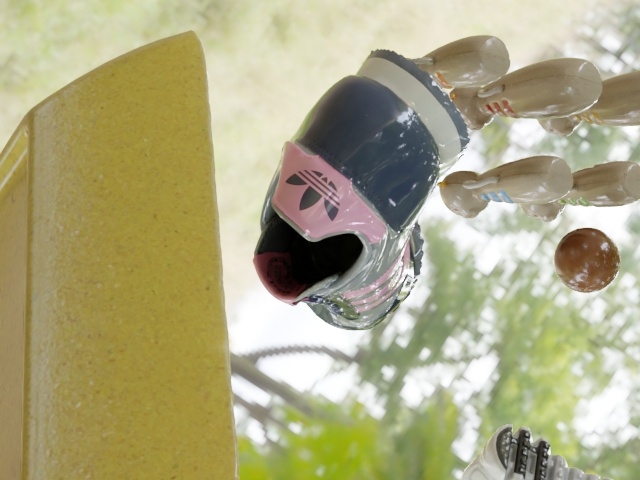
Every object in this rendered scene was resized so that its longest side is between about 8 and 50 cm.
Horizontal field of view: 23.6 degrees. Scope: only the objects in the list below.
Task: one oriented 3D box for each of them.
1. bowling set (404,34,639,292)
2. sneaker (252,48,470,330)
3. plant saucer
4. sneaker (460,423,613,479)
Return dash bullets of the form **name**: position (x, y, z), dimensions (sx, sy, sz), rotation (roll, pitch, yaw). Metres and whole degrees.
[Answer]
- **bowling set**: position (0.167, -0.055, 1.267), dimensions (0.154, 0.287, 0.200), rotation (-8, -102, 51)
- **sneaker**: position (0.000, 0.000, 1.003), dimensions (0.131, 0.112, 0.319), rotation (-45, 165, -22)
- **plant saucer**: position (-0.164, 0.095, 0.801), dimensions (0.333, 0.081, 0.333), rotation (-48, -143, 39)
- **sneaker**: position (0.305, 0.344, 1.900), dimensions (0.118, 0.292, 0.110), rotation (-49, -171, 39)
